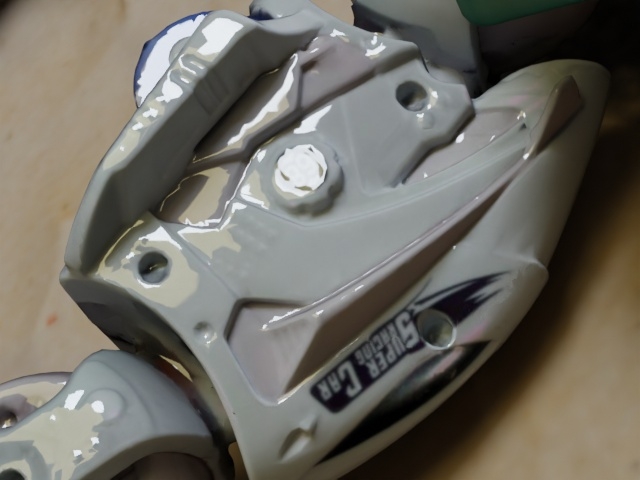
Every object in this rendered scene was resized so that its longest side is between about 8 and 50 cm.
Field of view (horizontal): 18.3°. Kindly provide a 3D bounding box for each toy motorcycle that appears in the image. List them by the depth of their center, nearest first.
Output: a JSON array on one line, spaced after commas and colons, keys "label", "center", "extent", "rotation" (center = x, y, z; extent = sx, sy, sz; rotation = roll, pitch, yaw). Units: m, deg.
[{"label": "toy motorcycle", "center": [0.000, 0.000, 0.485], "extent": [0.112, 0.112, 0.254], "rotation": [20, 72, 47]}]

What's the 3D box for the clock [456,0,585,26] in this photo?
[{"label": "clock", "center": [0.131, -0.184, 0.440], "extent": [0.262, 0.116, 0.231], "rotation": [-13, 47, 7]}]
